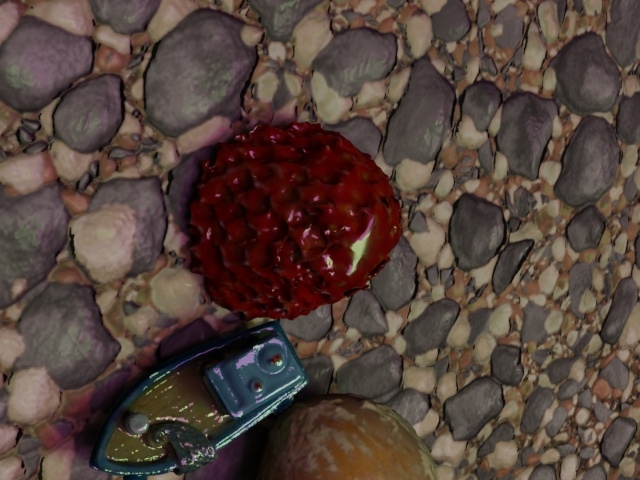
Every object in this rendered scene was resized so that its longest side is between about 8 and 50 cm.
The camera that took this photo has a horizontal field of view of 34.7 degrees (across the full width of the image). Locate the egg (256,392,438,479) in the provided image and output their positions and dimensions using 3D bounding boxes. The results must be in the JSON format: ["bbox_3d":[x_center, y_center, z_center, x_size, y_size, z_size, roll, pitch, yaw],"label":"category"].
[{"bbox_3d":[0.029,0.275,1.085,0.203,0.203,0.245,-31,114,-29],"label":"egg"}]

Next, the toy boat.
[{"bbox_3d":[-0.117,0.163,1.000,0.238,0.098,0.109,-28,90,-23],"label":"toy boat"}]

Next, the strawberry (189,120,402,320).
[{"bbox_3d":[0.000,0.000,1.026,0.234,0.178,0.233,-12,113,-32],"label":"strawberry"}]
